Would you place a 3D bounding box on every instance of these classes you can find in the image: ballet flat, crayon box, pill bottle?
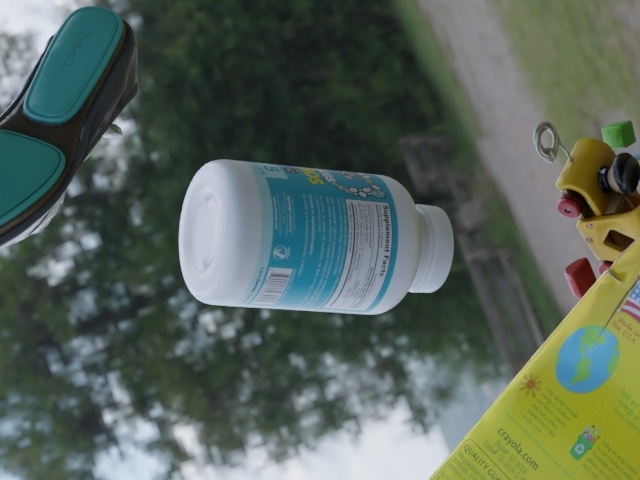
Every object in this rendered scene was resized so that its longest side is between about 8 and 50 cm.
[{"bbox_3d":[-0.162,-0.048,1.036,0.203,0.074,0.074,-61,-35,-34],"label":"ballet flat"},{"bbox_3d":[0.205,0.165,1.229,0.081,0.318,0.202,34,-172,-44],"label":"crayon box"},{"bbox_3d":[0.000,0.000,1.819,0.146,0.264,0.146,-18,70,61],"label":"pill bottle"}]

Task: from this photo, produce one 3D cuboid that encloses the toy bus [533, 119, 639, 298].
[{"bbox_3d":[0.334,-0.039,1.922,0.202,0.104,0.191,-3,-93,-49],"label":"toy bus"}]
